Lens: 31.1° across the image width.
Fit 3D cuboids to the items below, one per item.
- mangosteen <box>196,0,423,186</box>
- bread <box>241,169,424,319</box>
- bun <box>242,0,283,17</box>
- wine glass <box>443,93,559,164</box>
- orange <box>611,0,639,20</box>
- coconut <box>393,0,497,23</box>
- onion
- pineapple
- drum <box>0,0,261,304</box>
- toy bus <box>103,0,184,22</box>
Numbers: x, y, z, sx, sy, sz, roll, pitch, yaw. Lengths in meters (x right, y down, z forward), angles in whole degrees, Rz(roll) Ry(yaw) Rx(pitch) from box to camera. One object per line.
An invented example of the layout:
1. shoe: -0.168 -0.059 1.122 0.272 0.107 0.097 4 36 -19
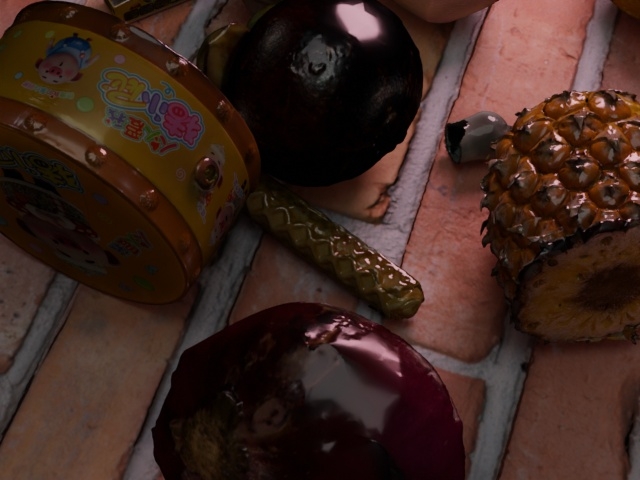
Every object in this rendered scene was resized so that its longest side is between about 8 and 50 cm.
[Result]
1. mangosteen: -0.006 -0.238 1.743 0.330 0.330 0.330 1 60 -2
2. bread: 0.000 -0.001 1.730 0.367 0.077 0.084 34 41 16
3. bun: -0.036 -0.461 1.897 0.281 0.281 0.205 -15 64 -11
4. wine glass: 0.299 -0.177 1.849 0.195 0.079 0.079 -15 62 -12
5. orange: 0.593 -0.501 1.950 0.279 0.235 0.279 -1 91 -34
6. coconut: 0.212 -0.477 1.943 0.234 0.224 0.224 29 63 27
7. onion: 0.021 0.261 1.481 0.398 0.398 0.420 43 23 20
8. pineapple: 0.388 -0.037 1.643 0.352 0.352 0.300 0 50 -2
9. drum: -0.306 -0.110 1.592 0.431 0.431 0.214 25 64 11
10. toy bus: -0.264 -0.448 1.982 0.226 0.074 0.081 -27 64 -16
